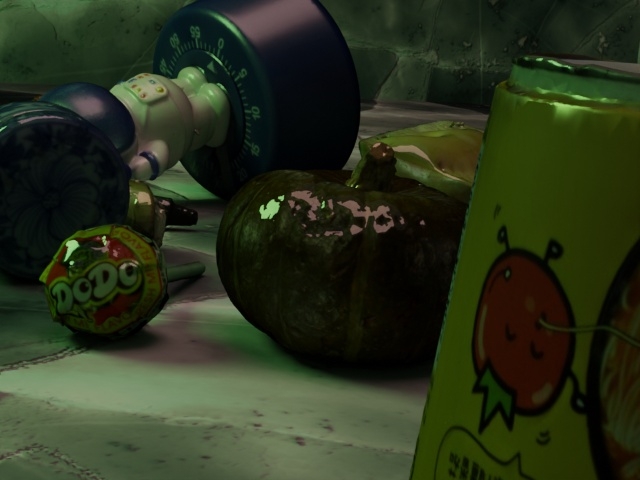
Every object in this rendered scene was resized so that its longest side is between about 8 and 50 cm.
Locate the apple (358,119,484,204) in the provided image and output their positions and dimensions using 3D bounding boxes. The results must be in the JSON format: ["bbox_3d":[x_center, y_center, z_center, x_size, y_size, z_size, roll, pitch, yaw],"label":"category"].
[{"bbox_3d":[0.164,-0.055,1.605,0.193,0.120,0.265,23,20,22],"label":"apple"}]

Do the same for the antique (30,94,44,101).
[{"bbox_3d":[-0.352,-0.143,1.898,0.104,0.104,0.104,5,10,-1],"label":"antique"}]

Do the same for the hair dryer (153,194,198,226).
[{"bbox_3d":[-0.243,-0.059,1.491,0.248,0.114,0.070,11,18,-11],"label":"hair dryer"}]

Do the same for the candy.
[{"bbox_3d":[-0.141,0.029,1.160,0.091,0.083,0.305,-11,-1,9],"label":"candy"}]

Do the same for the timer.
[{"bbox_3d":[-0.172,-0.141,1.673,0.383,0.270,0.270,-23,25,-38],"label":"timer"}]

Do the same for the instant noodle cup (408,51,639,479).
[{"bbox_3d":[0.172,0.073,0.496,0.325,0.254,0.325,5,9,-1],"label":"instant noodle cup"}]

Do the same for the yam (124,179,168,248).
[{"bbox_3d":[-0.331,-0.041,1.402,0.371,0.083,0.083,6,10,10],"label":"yam"}]

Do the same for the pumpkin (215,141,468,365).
[{"bbox_3d":[0.025,0.003,1.083,0.218,0.162,0.219,9,12,-2],"label":"pumpkin"}]

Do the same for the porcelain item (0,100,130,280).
[{"bbox_3d":[-0.243,-0.044,1.247,0.147,0.147,0.114,1,11,-22],"label":"porcelain item"}]
